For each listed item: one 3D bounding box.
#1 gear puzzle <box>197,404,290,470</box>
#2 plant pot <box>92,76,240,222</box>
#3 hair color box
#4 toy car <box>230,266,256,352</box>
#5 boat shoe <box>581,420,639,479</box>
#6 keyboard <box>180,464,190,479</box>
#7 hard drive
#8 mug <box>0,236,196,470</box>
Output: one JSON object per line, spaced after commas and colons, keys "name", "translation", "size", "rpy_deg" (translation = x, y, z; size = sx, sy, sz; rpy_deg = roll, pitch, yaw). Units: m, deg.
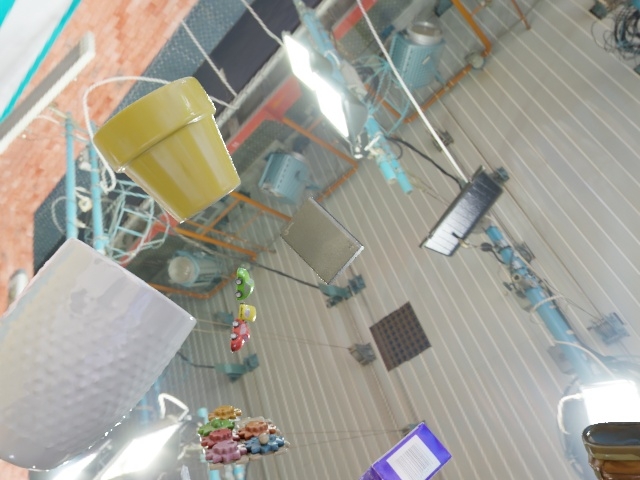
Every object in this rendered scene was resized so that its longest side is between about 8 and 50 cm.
{"name": "gear puzzle", "translation": [-0.192, 0.427, 1.103], "size": [0.339, 0.175, 0.044], "rpy_deg": [170, -85, -70]}
{"name": "plant pot", "translation": [-0.306, -0.178, 1.028], "size": [0.254, 0.239, 0.254], "rpy_deg": [-30, -166, 8]}
{"name": "hair color box", "translation": [0.162, 0.602, 1.175], "size": [0.110, 0.185, 0.339], "rpy_deg": [46, -42, 27]}
{"name": "toy car", "translation": [-0.228, 0.192, 1.446], "size": [0.239, 0.053, 0.225], "rpy_deg": [-91, -176, -74]}
{"name": "boat shoe", "translation": [0.601, 0.360, 0.770], "size": [0.307, 0.111, 0.104], "rpy_deg": [-15, -83, 45]}
{"name": "keyboard", "translation": [-0.359, 0.770, 1.348], "size": [0.014, 0.072, 0.256], "rpy_deg": [-14, -93, -6]}
{"name": "hard drive", "translation": [0.000, 0.000, 0.864], "size": [0.135, 0.022, 0.094], "rpy_deg": [45, -77, 19]}
{"name": "mug", "translation": [-0.420, 0.227, 0.881], "size": [0.276, 0.374, 0.328], "rpy_deg": [26, -110, 21]}
